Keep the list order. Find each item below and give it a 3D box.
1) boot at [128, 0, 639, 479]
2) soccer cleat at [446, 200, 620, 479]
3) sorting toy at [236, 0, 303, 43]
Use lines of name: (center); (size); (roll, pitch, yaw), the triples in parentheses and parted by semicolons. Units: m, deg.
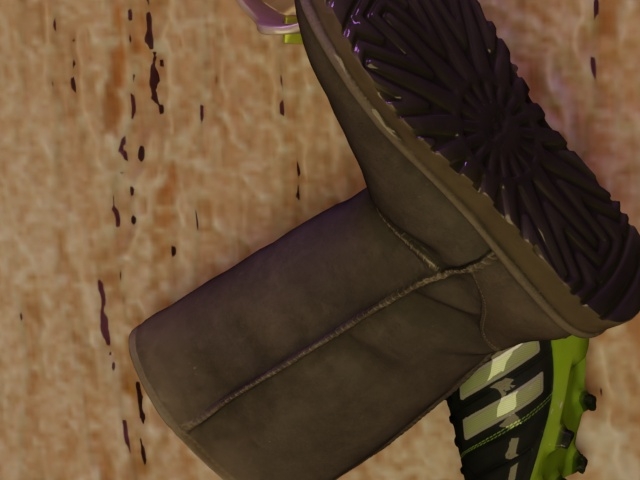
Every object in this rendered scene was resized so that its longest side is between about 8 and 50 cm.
boot: (-0.002, 0.000, 0.716); (0.208, 0.076, 0.189); (-27, 100, 47)
soccer cleat: (0.073, 0.052, 0.763); (0.072, 0.060, 0.178); (13, 105, 23)
sorting toy: (0.006, -0.096, 0.720); (0.083, 0.075, 0.045); (-29, 98, 17)
